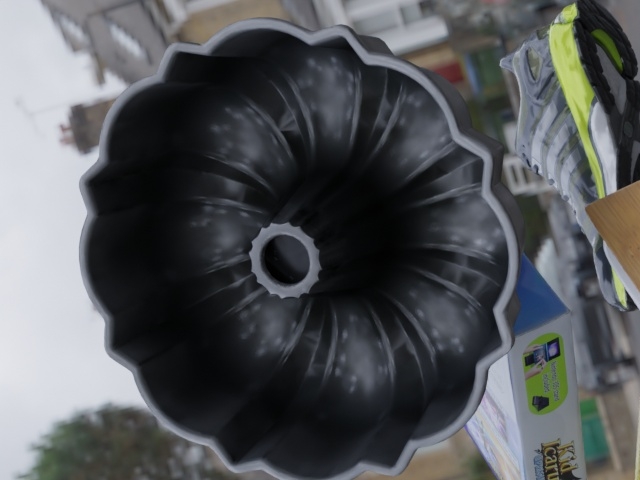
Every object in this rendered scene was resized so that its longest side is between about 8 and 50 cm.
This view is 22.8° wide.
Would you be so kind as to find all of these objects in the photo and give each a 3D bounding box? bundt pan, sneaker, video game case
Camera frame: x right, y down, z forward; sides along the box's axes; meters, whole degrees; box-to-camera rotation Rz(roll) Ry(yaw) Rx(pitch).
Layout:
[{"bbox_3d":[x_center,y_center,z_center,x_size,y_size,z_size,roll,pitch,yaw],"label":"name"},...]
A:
[{"bbox_3d":[0.000,0.000,1.125,0.124,0.331,0.331,-29,-76,-63],"label":"bundt pan"},{"bbox_3d":[0.260,-0.075,1.534,0.111,0.121,0.300,-4,-101,-43],"label":"sneaker"},{"bbox_3d":[0.133,0.071,1.346,0.269,0.061,0.244,-122,14,-46],"label":"video game case"}]

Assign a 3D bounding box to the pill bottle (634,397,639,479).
[{"bbox_3d":[0.302,0.163,1.254,0.103,0.103,0.184,64,-150,-55],"label":"pill bottle"}]

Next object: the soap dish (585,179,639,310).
[{"bbox_3d":[0.358,0.006,1.057,0.229,0.291,0.118,58,156,19],"label":"soap dish"}]
